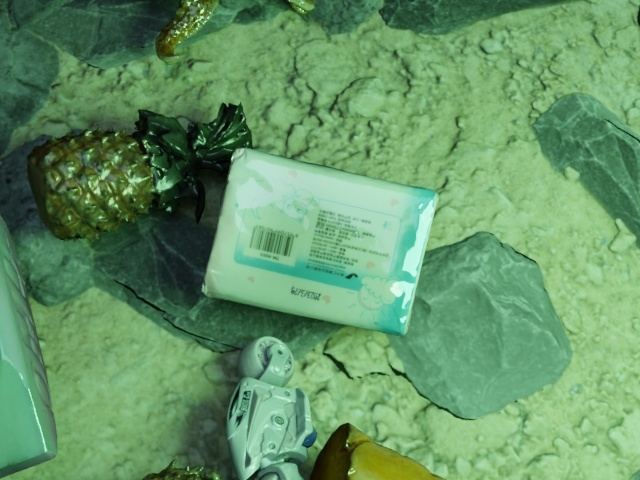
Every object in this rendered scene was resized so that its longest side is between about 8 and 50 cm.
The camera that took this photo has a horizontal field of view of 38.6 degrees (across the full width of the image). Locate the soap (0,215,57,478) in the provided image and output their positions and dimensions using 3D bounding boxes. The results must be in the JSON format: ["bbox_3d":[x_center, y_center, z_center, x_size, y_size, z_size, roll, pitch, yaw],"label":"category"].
[{"bbox_3d":[-0.400,0.122,1.089,0.109,0.193,0.324,-16,70,-10],"label":"soap"}]

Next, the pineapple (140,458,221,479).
[{"bbox_3d":[-0.142,0.339,1.020,0.193,0.166,0.166,19,62,44],"label":"pineapple"}]

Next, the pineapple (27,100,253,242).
[{"bbox_3d":[-0.226,-0.092,1.231,0.310,0.141,0.170,-19,86,-21],"label":"pineapple"}]

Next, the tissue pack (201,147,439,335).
[{"bbox_3d":[-0.001,0.002,1.186,0.271,0.124,0.202,13,86,-1],"label":"tissue pack"}]

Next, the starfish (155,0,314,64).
[{"bbox_3d":[-0.166,-0.411,1.379,0.327,0.094,0.375,22,63,7],"label":"starfish"}]

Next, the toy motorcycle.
[{"bbox_3d":[-0.067,0.228,1.104,0.112,0.112,0.254,-6,54,-7],"label":"toy motorcycle"}]

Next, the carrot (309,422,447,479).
[{"bbox_3d":[0.113,0.341,1.062,0.254,0.196,0.196,20,68,-6],"label":"carrot"}]
